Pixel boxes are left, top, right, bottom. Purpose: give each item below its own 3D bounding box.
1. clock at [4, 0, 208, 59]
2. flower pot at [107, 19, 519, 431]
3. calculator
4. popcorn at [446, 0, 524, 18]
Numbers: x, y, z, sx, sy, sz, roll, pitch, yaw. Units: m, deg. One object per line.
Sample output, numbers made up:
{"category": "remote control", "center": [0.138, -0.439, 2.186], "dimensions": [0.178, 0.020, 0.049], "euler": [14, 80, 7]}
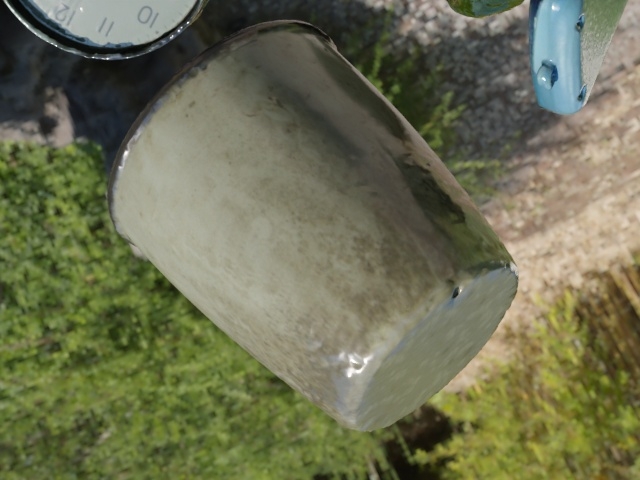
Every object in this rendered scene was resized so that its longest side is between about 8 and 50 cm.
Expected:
{"category": "clock", "center": [-0.278, -0.381, 1.432], "dimensions": [0.312, 0.312, 0.061], "euler": [-32, -159, 20]}
{"category": "flower pot", "center": [0.000, 0.000, 1.089], "dimensions": [0.293, 0.330, 0.293], "euler": [-33, 153, -19]}
{"category": "calculator", "center": [0.256, -0.251, 1.063], "dimensions": [0.293, 0.051, 0.173], "euler": [-63, 154, -28]}
{"category": "popcorn", "center": [0.256, -0.449, 1.371], "dimensions": [0.293, 0.292, 0.334], "euler": [-1, -156, 35]}
